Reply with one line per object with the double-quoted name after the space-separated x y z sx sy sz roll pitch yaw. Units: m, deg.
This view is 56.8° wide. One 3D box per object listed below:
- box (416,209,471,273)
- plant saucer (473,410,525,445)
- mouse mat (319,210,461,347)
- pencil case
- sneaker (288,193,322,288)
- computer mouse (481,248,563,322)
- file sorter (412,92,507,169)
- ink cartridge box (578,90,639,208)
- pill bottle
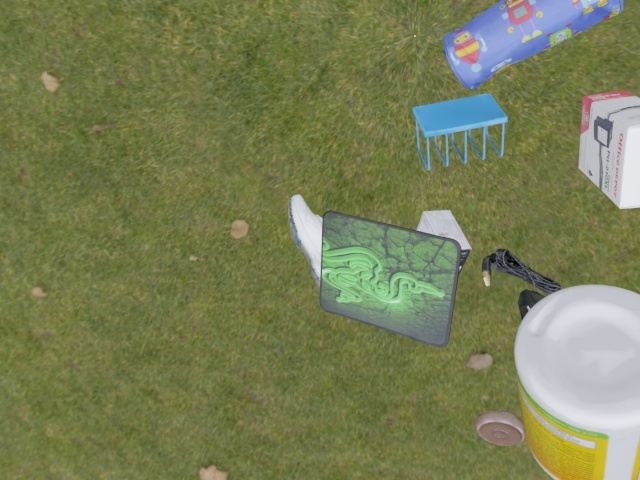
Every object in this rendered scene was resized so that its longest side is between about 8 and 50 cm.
0.339 0.067 1.784 0.087 0.169 0.289 -5 136 -17 "box"
0.557 0.588 1.831 0.169 0.029 0.168 12 135 12 "plant saucer"
0.082 0.049 0.760 0.190 0.007 0.152 15 117 28 "mouse mat"
0.369 -0.382 1.054 0.306 0.133 0.119 -26 69 24 "pencil case"
0.000 0.000 1.645 0.129 0.111 0.297 -25 82 -11 "sneaker"
0.362 0.110 1.014 0.184 0.262 0.060 30 128 -7 "computer mouse"
0.296 -0.230 1.268 0.171 0.118 0.104 -11 129 2 "file sorter"
0.625 -0.192 1.217 0.100 0.237 0.171 -7 117 5 "ink cartridge box"
0.268 0.165 0.579 0.137 0.136 0.245 -12 137 13 "pill bottle"
